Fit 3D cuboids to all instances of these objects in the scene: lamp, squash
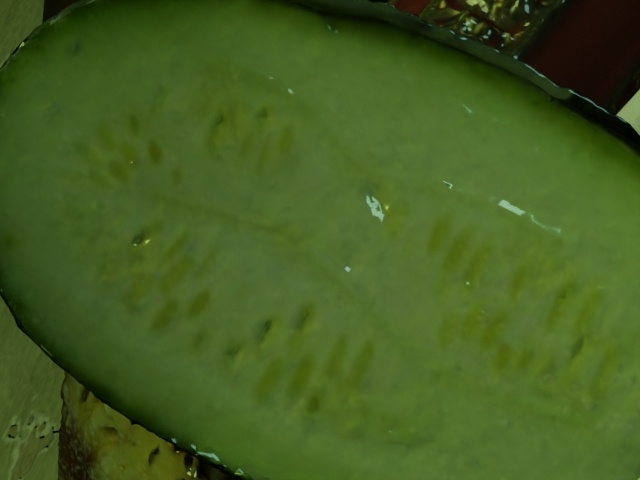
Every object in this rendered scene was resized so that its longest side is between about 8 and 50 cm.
[{"bbox_3d":[0.105,-0.094,1.211,0.177,0.177,0.274,-16,29,51],"label":"lamp"},{"bbox_3d":[0.000,0.000,0.929,0.210,0.309,0.234,15,76,60],"label":"squash"}]

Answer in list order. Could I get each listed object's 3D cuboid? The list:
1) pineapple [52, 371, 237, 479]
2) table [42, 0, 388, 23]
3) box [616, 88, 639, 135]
[{"bbox_3d":[0.010,0.147,1.143,0.209,0.286,0.344,44,140,37],"label":"pineapple"},{"bbox_3d":[-0.064,-0.228,1.583,0.196,0.250,0.282,-42,30,27],"label":"table"},{"bbox_3d":[0.194,0.036,1.037,0.274,0.116,0.203,-49,30,17],"label":"box"}]
